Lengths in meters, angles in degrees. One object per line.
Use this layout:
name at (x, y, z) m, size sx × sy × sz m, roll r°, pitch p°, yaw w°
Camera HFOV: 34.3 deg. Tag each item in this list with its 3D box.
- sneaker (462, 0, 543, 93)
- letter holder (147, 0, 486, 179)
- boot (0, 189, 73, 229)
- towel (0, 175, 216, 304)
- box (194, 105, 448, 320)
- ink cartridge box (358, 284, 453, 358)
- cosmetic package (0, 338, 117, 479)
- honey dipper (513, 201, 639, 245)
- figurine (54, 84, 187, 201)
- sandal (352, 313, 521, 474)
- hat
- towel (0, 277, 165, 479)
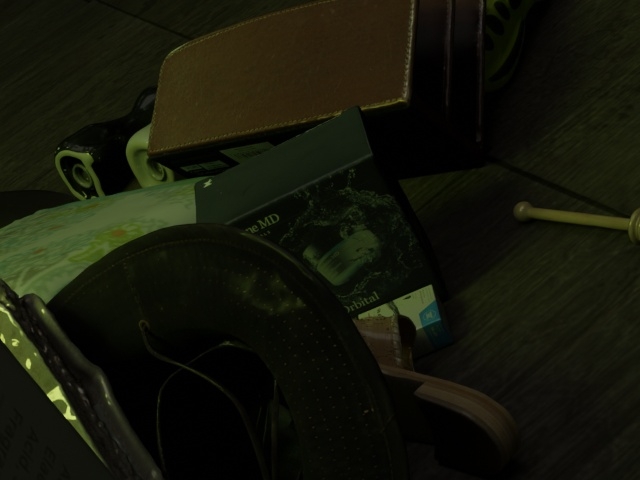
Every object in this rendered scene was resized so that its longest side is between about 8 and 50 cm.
sneaker at (0.176, -0.273, 1.151) m, size 0.123 × 0.109 × 0.295 m, roll -1°, pitch 42°, yaw 33°
letter holder at (-0.001, -0.176, 1.040) m, size 0.301 × 0.152 × 0.214 m, roll -7°, pitch 69°, yaw 33°
boot at (-0.410, 0.024, 1.234) m, size 0.112 × 0.115 × 0.305 m, roll 10°, pitch 28°, yaw 29°
towel at (-0.268, 0.038, 1.013) m, size 0.374 × 0.090 × 0.320 m, roll -8°, pitch 17°, yaw 38°
box at (0.000, 0.000, 0.861) m, size 0.156 × 0.158 × 0.093 m, roll -25°, pitch 32°, yaw 9°
ink cartridge box at (0.060, 0.074, 0.830) m, size 0.083 × 0.028 × 0.048 m, roll -24°, pitch 31°, yaw 11°
cosmetic package at (-0.228, 0.279, 0.424) m, size 0.329 × 0.394 × 0.327 m, roll -22°, pitch 31°, yaw 15°
honey dipper at (0.217, -0.017, 0.828) m, size 0.030 × 0.030 × 0.160 m, roll -46°, pitch 33°, yaw -24°
figurine at (-0.195, -0.144, 1.309) m, size 0.215 × 0.092 × 0.209 m, roll -1°, pitch 38°, yaw 38°
sandal at (0.056, 0.094, 0.764) m, size 0.240 × 0.088 × 0.079 m, roll 17°, pitch 45°, yaw 41°
hat at (-0.061, 0.141, 0.704) m, size 0.331 × 0.331 × 0.134 m, roll -8°, pitch -1°, yaw 32°
towel at (-0.187, 0.179, 0.675) m, size 0.187 × 0.282 × 0.049 m, roll -43°, pitch -19°, yaw 24°
